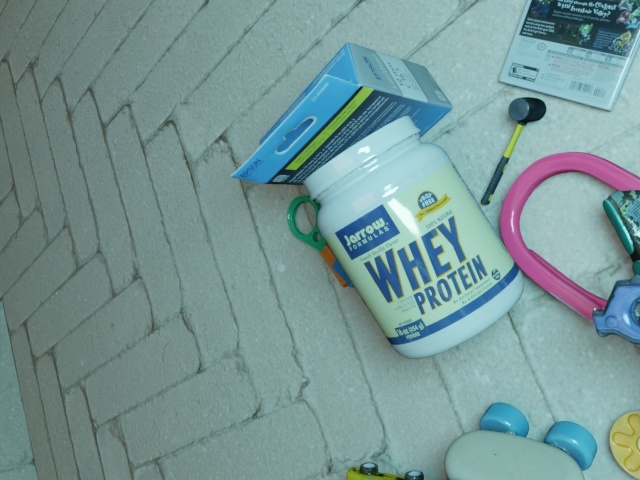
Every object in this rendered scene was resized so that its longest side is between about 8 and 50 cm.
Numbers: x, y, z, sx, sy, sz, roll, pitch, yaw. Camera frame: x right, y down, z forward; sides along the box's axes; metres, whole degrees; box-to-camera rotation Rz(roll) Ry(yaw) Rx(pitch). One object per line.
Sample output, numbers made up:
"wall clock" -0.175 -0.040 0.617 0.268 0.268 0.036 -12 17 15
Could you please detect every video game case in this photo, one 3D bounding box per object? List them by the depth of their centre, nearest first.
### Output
"video game case" 0.388 -0.306 0.942 0.190 0.022 0.173 30 111 39

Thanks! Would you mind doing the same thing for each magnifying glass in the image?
"magnifying glass" 0.000 0.000 1.300 0.092 0.026 0.231 -50 58 31

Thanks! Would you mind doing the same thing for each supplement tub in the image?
"supplement tub" 0.141 -0.006 0.971 0.235 0.235 0.324 -32 91 38

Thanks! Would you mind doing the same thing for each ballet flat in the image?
"ballet flat" 0.440 0.018 0.815 0.070 0.070 0.188 -25 77 40

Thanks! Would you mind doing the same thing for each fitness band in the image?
"fitness band" 0.407 -0.006 0.915 0.291 0.054 0.209 42 115 32

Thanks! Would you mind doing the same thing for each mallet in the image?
"mallet" 0.300 -0.143 0.997 0.039 0.062 0.189 39 116 36

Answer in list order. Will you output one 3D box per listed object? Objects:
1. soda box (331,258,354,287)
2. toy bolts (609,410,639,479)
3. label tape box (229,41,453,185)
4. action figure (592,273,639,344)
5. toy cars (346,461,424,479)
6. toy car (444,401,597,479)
"soda box" 0.108 -0.012 1.166 0.067 0.071 0.210 46 119 31
"toy bolts" 0.481 0.290 0.778 0.218 0.159 0.228 -49 60 31
"label tape box" 0.027 -0.205 1.049 0.249 0.348 0.115 -41 64 35
"action figure" 0.509 0.046 0.679 0.341 0.179 0.330 5 79 45
"toy cars" 0.186 0.539 1.068 0.394 0.087 0.176 44 113 24
"toy car" 0.308 0.422 0.950 0.210 0.219 0.237 6 124 41
